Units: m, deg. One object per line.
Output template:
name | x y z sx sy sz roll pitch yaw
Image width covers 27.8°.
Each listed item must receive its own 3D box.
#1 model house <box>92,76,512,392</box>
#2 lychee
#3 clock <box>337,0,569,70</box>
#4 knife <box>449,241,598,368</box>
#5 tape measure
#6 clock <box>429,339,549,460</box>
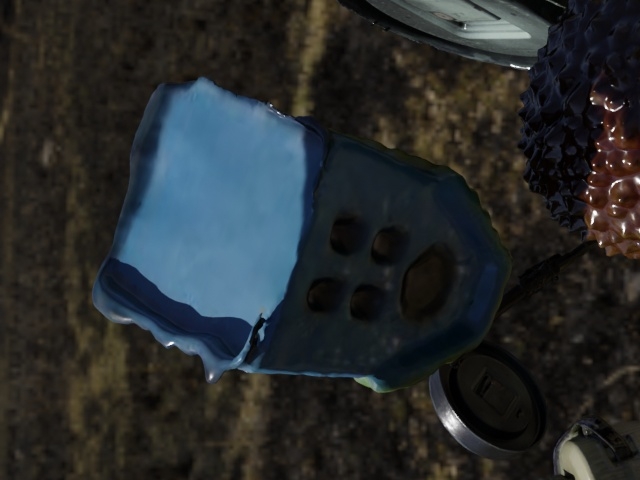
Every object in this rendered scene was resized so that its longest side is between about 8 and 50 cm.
model house | 0.000 0.000 1.107 0.237 0.303 0.215 24 101 47
lychee | 0.287 -0.114 1.026 0.267 0.267 0.267 -178 90 -72
clock | 0.172 -0.296 1.515 0.386 0.386 0.076 -176 104 -72
knife | 0.203 0.042 1.258 0.021 0.222 0.045 50 -178 41
tape measure | 0.351 0.324 1.559 0.271 0.133 0.231 72 -178 -80
clock | 0.234 0.222 1.808 0.040 0.184 0.184 -51 39 40
